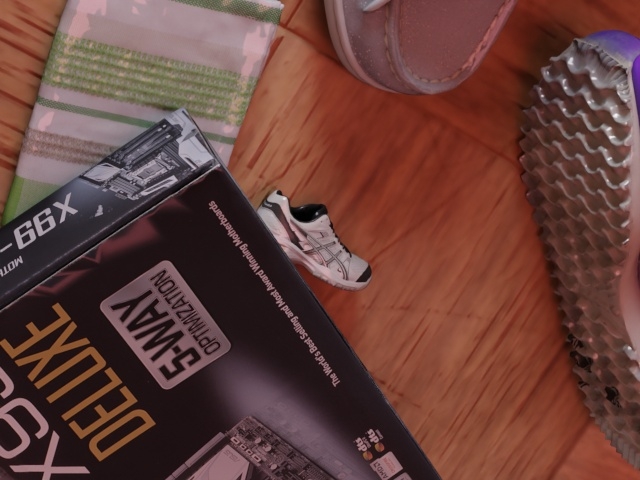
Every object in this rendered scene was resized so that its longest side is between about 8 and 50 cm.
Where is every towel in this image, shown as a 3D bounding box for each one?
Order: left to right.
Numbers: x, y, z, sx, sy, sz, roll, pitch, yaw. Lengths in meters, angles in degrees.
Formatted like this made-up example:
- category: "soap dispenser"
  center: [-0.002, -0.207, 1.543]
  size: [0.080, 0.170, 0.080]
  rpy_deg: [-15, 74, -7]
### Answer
- category: "towel"
  center: [-0.093, -0.067, 0.923]
  size: [0.113, 0.023, 0.152]
  rpy_deg: [12, 109, -27]

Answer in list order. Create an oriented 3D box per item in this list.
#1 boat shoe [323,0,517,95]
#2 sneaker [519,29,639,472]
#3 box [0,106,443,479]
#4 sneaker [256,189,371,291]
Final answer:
- category: "boat shoe"
  center: [0.094, -0.206, 0.879]
  size: [0.118, 0.103, 0.320]
  rpy_deg: [5, 120, -36]
- category: "sneaker"
  center: [0.212, -0.009, 1.055]
  size: [0.146, 0.102, 0.293]
  rpy_deg: [-27, 126, -17]
- category: "box"
  center: [-0.087, 0.117, 0.959]
  size: [0.242, 0.076, 0.307]
  rpy_deg: [-33, 123, 0]
- category: "sneaker"
  center: [0.000, 0.000, 0.989]
  size: [0.083, 0.032, 0.037]
  rpy_deg: [24, 101, -33]
